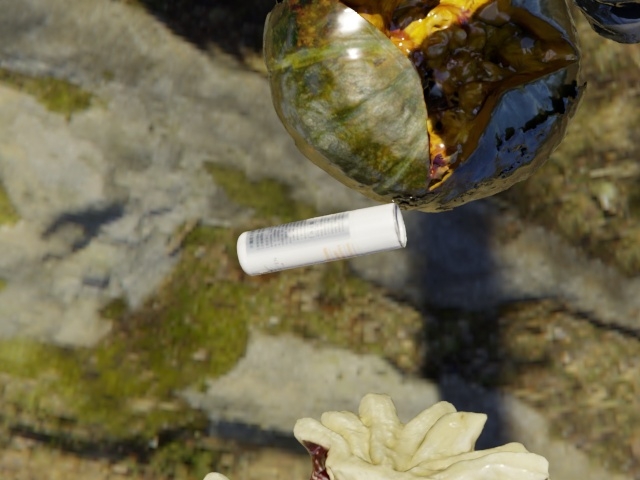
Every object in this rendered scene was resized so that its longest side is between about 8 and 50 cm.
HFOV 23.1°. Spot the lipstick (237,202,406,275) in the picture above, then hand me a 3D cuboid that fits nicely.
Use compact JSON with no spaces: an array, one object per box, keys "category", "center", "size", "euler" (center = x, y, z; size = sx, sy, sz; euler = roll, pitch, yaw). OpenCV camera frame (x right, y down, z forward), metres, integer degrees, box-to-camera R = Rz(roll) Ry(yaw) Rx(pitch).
[{"category":"lipstick","center":[0.000,0.000,1.325],"size":[0.141,0.040,0.040],"euler":[-10,130,14]}]

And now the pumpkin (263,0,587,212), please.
[{"category":"pumpkin","center":[0.097,-0.179,1.502],"size":[0.320,0.320,0.192],"euler":[27,164,-19]}]

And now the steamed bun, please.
[{"category":"steamed bun","center":[0.064,0.254,1.401],"size":[0.428,0.247,0.189],"euler":[12,105,40]}]

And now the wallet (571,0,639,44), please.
[{"category":"wallet","center":[0.162,-0.269,0.929],"size":[0.197,0.377,0.051],"euler":[-25,142,-3]}]
